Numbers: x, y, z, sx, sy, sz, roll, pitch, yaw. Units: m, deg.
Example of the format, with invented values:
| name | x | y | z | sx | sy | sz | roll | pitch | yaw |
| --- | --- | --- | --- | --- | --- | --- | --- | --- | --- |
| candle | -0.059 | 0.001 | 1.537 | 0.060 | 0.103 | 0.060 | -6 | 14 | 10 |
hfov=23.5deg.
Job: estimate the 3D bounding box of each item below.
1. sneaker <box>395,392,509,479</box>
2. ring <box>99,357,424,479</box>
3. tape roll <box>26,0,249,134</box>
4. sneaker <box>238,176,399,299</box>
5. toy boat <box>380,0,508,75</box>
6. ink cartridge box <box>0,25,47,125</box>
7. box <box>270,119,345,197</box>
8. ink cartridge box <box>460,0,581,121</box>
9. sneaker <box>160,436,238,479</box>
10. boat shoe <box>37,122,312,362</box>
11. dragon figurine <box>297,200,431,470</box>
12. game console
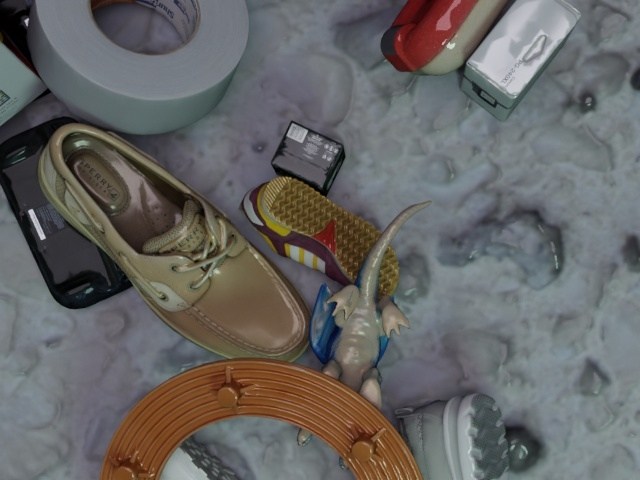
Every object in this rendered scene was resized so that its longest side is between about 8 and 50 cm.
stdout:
| name | x | y | z | sx | sy | sz | roll | pitch | yaw |
| --- | --- | --- | --- | --- | --- | --- | --- | --- | --- |
| sneaker | 0.135 | 0.294 | 1.572 | 0.115 | 0.105 | 0.281 | -3 | 89 | 37 |
| ring | -0.060 | 0.276 | 1.506 | 0.337 | 0.032 | 0.336 | 3 | 107 | 11 |
| tape roll | -0.187 | -0.218 | 1.578 | 0.219 | 0.072 | 0.219 | 8 | 60 | -14 |
| sneaker | 0.000 | 0.000 | 1.608 | 0.185 | 0.084 | 0.069 | 40 | 66 | -18 |
| toy boat | 0.120 | -0.289 | 1.567 | 0.151 | 0.151 | 0.231 | 35 | 87 | -14 |
| ink cartridge box | -0.440 | -0.261 | 1.507 | 0.130 | 0.272 | 0.309 | -39 | 76 | -1 |
| box | -0.012 | -0.084 | 1.600 | 0.062 | 0.083 | 0.052 | 26 | 86 | 5 |
| ink cartridge box | 0.200 | -0.190 | 1.564 | 0.063 | 0.150 | 0.109 | 38 | 88 | 5 |
| sneaker | -0.115 | 0.286 | 1.578 | 0.095 | 0.090 | 0.235 | -44 | 83 | 9 |
| boat shoe | -0.145 | 0.010 | 1.562 | 0.341 | 0.110 | 0.121 | 38 | 76 | -7 |
| dragon figurine | 0.034 | 0.092 | 1.550 | 0.085 | 0.144 | 0.289 | 12 | 91 | -6 |
| game console | -0.315 | -0.095 | 1.639 | 0.213 | 0.044 | 0.361 | -26 | 84 | 2 |
